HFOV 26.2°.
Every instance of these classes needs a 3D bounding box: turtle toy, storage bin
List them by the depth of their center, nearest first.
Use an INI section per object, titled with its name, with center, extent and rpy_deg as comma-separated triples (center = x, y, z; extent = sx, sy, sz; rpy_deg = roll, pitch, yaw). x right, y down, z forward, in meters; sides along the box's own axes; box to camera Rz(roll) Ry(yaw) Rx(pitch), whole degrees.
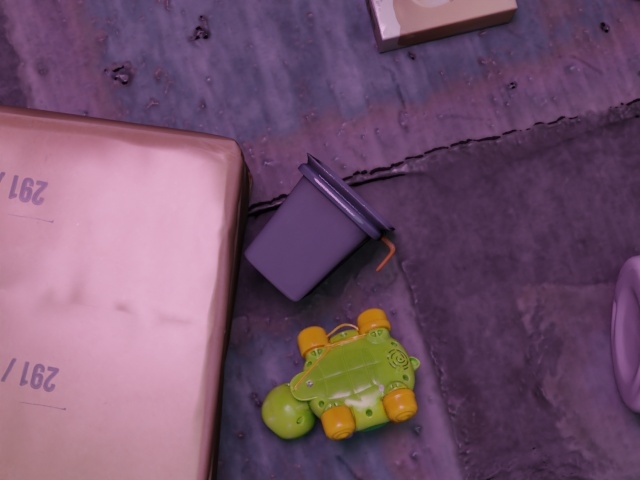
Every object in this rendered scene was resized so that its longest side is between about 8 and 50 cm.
[storage bin]
center = 0.000, 0.000, 1.057
extent = 0.098, 0.135, 0.091
rpy_deg = 43, 95, 3
[turtle toy]
center = 0.016, 0.115, 1.069
extent = 0.130, 0.066, 0.095
rpy_deg = -17, 60, -1

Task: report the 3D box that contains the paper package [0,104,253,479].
[paper package]
center = -0.223, 0.059, 1.019
extent = 0.324, 0.168, 0.309
rpy_deg = 6, 81, 0

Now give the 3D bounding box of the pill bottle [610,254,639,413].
[pill bottle]
center = 0.345, 0.072, 1.057
extent = 0.221, 0.124, 0.124
rpy_deg = 1, 83, -2

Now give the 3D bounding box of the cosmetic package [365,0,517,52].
[cosmetic package]
center = 0.097, -0.198, 1.123
extent = 0.115, 0.041, 0.060
rpy_deg = -15, 83, -3
